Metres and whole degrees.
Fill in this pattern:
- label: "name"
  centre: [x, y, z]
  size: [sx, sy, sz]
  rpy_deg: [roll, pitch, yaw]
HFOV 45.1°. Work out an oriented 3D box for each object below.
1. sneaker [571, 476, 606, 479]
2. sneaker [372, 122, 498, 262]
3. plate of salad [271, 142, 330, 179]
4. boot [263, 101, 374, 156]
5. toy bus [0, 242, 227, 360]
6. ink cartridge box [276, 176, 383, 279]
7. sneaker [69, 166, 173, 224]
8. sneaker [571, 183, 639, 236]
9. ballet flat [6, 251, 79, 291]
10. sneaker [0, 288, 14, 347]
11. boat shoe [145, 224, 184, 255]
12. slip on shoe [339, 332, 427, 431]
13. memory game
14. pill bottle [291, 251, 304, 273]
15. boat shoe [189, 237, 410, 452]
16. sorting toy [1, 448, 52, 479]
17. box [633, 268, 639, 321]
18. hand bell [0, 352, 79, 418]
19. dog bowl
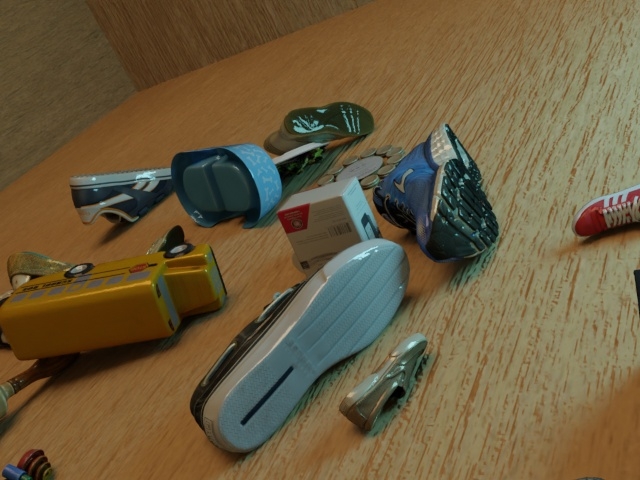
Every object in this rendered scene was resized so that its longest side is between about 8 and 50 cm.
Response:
- label: "sneaker"
  centre: [0.094, 0.242, 0.528]
  size: [0.283, 0.122, 0.110]
  rpy_deg: [-31, 24, -8]
- label: "sneaker"
  centre: [0.157, -0.048, 1.106]
  size: [0.147, 0.130, 0.330]
  rpy_deg: [-35, 16, 20]
- label: "plate of salad"
  centre: [-0.067, -0.154, 1.607]
  size: [0.199, 0.048, 0.200]
  rpy_deg: [-24, 2, 1]
- label: "boot"
  centre: [-0.005, -0.236, 1.683]
  size: [0.213, 0.077, 0.165]
  rpy_deg: [-8, -10, -25]
- label: "toy bus"
  centre: [-0.326, 0.098, 1.233]
  size: [0.332, 0.108, 0.130]
  rpy_deg: [-11, 22, 11]
- label: "ink cartridge box"
  centre: [0.024, 0.001, 1.076]
  size: [0.109, 0.151, 0.063]
  rpy_deg: [-14, 22, 29]
- label: "sneaker"
  centre: [-0.473, -0.114, 1.911]
  size: [0.126, 0.128, 0.321]
  rpy_deg: [4, 13, 41]
- label: "sneaker"
  centre: [0.362, -0.031, 0.913]
  size: [0.118, 0.042, 0.067]
  rpy_deg: [-25, 20, -1]
- label: "ballet flat"
  centre: [-0.491, 0.095, 1.432]
  size: [0.348, 0.123, 0.123]
  rpy_deg: [7, 38, 31]
- label: "sneaker"
  centre: [-0.659, 0.173, 1.520]
  size: [0.234, 0.094, 0.153]
  rpy_deg: [-23, 13, -16]
- label: "boat shoe"
  centre: [-0.317, 0.015, 1.540]
  size: [0.045, 0.050, 0.135]
  rpy_deg: [-9, 29, 25]
- label: "slip on shoe"
  centre: [0.078, 0.154, 0.839]
  size: [0.041, 0.051, 0.135]
  rpy_deg: [38, 51, 22]
- label: "memory game"
  centre: [0.077, -0.132, 1.472]
  size: [0.186, 0.012, 0.186]
  rpy_deg: [-22, 23, 10]
- label: "pill bottle"
  centre: [0.000, 0.000, 1.207]
  size: [0.067, 0.067, 0.120]
  rpy_deg: [-12, 27, 31]
- label: "boat shoe"
  centre: [-0.032, 0.107, 0.947]
  size: [0.335, 0.121, 0.119]
  rpy_deg: [-40, 30, -23]
- label: "sorting toy"
  centre: [-0.383, 0.315, 0.994]
  size: [0.042, 0.061, 0.102]
  rpy_deg: [20, 50, 15]
- label: "box"
  centre: [0.388, 0.080, 0.582]
  size: [0.261, 0.103, 0.184]
  rpy_deg: [-16, 23, 25]
- label: "hand bell"
  centre: [-0.490, 0.231, 1.245]
  size: [0.126, 0.126, 0.242]
  rpy_deg: [-6, 19, 41]
- label: "dog bowl"
  centre: [-0.189, -0.115, 1.548]
  size: [0.074, 0.166, 0.297]
  rpy_deg: [-30, 20, -37]
